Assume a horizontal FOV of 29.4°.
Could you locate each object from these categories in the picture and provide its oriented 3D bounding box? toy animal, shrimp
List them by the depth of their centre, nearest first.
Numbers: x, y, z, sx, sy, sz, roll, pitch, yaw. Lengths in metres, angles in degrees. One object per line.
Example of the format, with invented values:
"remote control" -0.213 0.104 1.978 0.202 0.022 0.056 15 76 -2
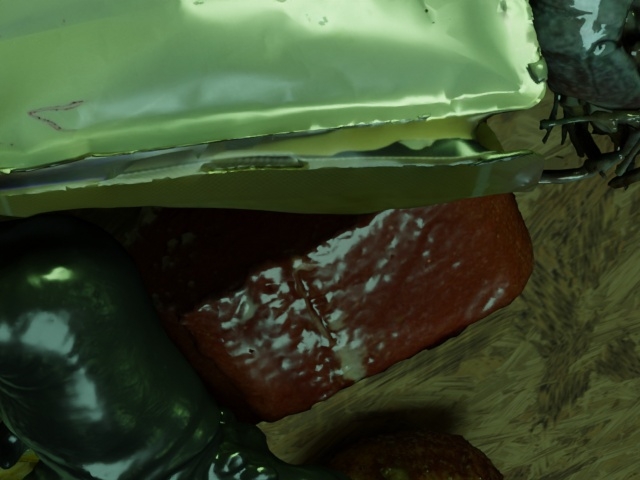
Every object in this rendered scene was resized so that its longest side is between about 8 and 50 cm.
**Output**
"toy animal" -0.118 0.118 0.747 0.168 0.106 0.343 -33 126 10
"shrimp" 0.199 -0.099 0.803 0.116 0.145 0.343 12 156 26

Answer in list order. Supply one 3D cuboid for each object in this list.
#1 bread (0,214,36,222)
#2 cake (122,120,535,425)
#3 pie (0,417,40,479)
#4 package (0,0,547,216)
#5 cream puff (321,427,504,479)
"bread" -0.285 0.095 0.673 0.245 0.361 0.233 -24 145 5
"cake" 0.000 0.000 0.855 0.283 0.177 0.151 -29 131 0
"pie" -0.242 0.159 0.938 0.339 0.077 0.339 -15 171 -2
"package" -0.047 -0.075 0.663 0.311 0.165 0.221 -8 157 -9
"cream puff" 0.081 0.295 1.330 0.240 0.164 0.240 -19 161 -7
